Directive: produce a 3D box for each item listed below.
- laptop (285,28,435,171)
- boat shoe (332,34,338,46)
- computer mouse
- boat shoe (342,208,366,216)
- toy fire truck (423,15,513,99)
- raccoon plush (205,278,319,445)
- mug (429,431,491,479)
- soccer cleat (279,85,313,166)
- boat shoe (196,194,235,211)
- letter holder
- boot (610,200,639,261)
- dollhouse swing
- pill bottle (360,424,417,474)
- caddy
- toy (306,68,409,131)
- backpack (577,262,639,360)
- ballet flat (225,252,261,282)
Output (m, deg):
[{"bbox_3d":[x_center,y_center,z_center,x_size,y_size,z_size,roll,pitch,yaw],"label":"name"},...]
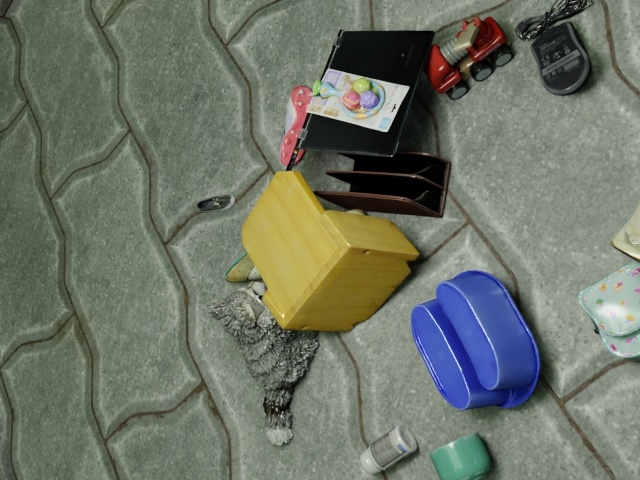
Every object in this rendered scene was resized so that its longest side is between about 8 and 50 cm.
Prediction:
[{"bbox_3d":[0.090,-0.348,2.015,0.236,0.408,0.382,21,70,-4],"label":"laptop"},{"bbox_3d":[0.120,-0.572,2.158,0.206,0.075,0.065,16,94,41],"label":"boat shoe"},{"bbox_3d":[0.591,-0.456,1.813,0.188,0.072,0.272,-24,56,32],"label":"computer mouse"},{"bbox_3d":[0.000,0.000,2.077,0.285,0.104,0.089,-22,67,11],"label":"boat shoe"},{"bbox_3d":[0.348,-0.471,1.870,0.217,0.246,0.159,-35,63,25],"label":"toy fire truck"},{"bbox_3d":[-0.160,0.333,2.041,0.216,0.299,0.447,-18,72,31],"label":"raccoon plush"},{"bbox_3d":[0.338,0.528,1.772,0.129,0.158,0.097,-25,68,3],"label":"mug"},{"bbox_3d":[-0.079,-0.346,2.263,0.095,0.083,0.248,19,98,65],"label":"soccer cleat"},{"bbox_3d":[-0.340,-0.119,2.414,0.142,0.040,0.049,-13,73,33],"label":"boat shoe"},{"bbox_3d":[0.154,-0.163,1.967,0.301,0.214,0.152,7,85,36],"label":"letter holder"},{"bbox_3d":[0.758,-0.009,1.602,0.213,0.077,0.165,35,99,35],"label":"boot"},{"bbox_3d":[0.009,0.018,1.974,0.347,0.315,0.305,-54,44,37],"label":"dollhouse swing"},{"bbox_3d":[0.172,0.537,1.904,0.137,0.078,0.078,-40,61,22],"label":"pill bottle"},{"bbox_3d":[0.373,0.235,1.765,0.241,0.179,0.341,-50,55,43],"label":"caddy"},{"bbox_3d":[0.084,-0.363,1.858,0.237,0.056,0.137,18,73,30],"label":"toy"},{"bbox_3d":[0.662,0.160,1.595,0.165,0.144,0.188,-33,67,20],"label":"backpack"},{"bbox_3d":[-0.149,0.037,2.212,0.348,0.123,0.123,-46,59,19],"label":"ballet flat"}]
